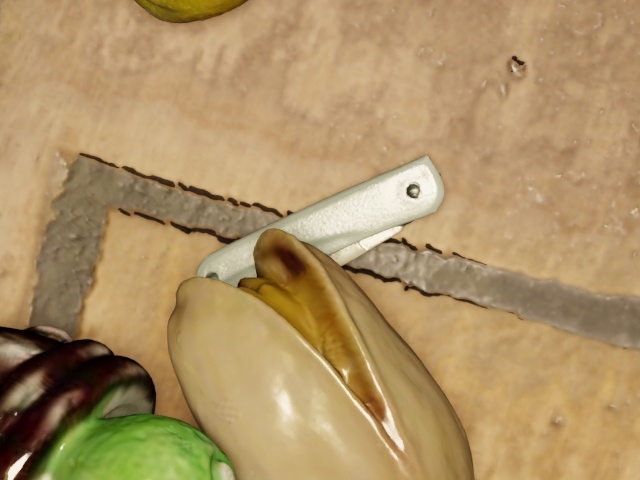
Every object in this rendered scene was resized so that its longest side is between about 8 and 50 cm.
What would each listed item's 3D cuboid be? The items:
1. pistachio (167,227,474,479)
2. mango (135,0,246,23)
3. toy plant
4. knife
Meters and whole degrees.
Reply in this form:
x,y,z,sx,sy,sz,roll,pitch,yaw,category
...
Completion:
x,y,z,sx,sy,sz,roll,pitch,yaw,category
0.002,0.094,0.732,0.129,0.131,0.206,-35,94,-30,pistachio
-0.066,-0.290,0.721,0.176,0.176,0.329,1,92,-19,mango
-0.136,0.157,0.734,0.235,0.218,0.175,30,50,15,toy plant
0.000,0.000,0.785,0.162,0.023,0.044,-25,86,8,knife
